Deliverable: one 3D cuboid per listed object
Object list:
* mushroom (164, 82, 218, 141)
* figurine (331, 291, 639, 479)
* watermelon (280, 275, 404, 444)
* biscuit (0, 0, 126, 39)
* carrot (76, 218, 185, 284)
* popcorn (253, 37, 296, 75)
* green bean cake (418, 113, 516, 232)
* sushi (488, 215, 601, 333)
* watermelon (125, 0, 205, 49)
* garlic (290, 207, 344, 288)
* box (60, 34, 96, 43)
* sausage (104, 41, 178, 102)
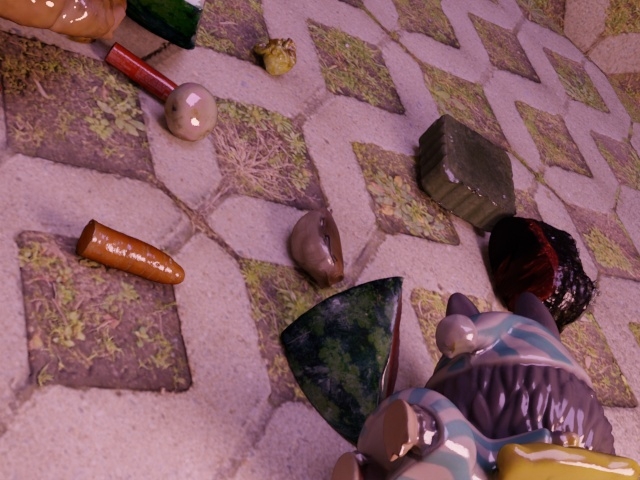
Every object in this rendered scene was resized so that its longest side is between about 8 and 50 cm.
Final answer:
[{"bbox_3d":[-0.186,-0.183,1.505,0.083,0.084,0.067,14,-1,-41],"label":"mushroom"},{"bbox_3d":[0.175,0.206,1.331,0.361,0.266,0.378,25,28,-26],"label":"figurine"},{"bbox_3d":[0.076,0.163,1.370,0.202,0.136,0.207,-3,70,-44],"label":"watermelon"},{"bbox_3d":[-0.445,-0.379,1.308,0.446,0.104,0.429,32,14,-6],"label":"biscuit"},{"bbox_3d":[-0.221,0.019,1.256,0.139,0.048,0.048,25,37,-34],"label":"carrot"},{"bbox_3d":[-0.078,-0.318,1.801,0.083,0.068,0.059,24,-14,8],"label":"popcorn"},{"bbox_3d":[0.267,-0.119,1.939,0.183,0.094,0.185,31,34,-23],"label":"green bean cake"},{"bbox_3d":[0.381,0.055,1.836,0.126,0.136,0.225,27,29,-32],"label":"sushi"},{"bbox_3d":[-0.265,-0.434,1.587,0.222,0.292,0.319,13,71,-16],"label":"watermelon"},{"bbox_3d":[-0.008,0.002,1.515,0.084,0.066,0.152,51,21,-51],"label":"garlic"},{"bbox_3d":[-0.354,-0.331,1.511,0.105,0.037,0.105,30,35,-24],"label":"box"},{"bbox_3d":[-0.250,-0.236,1.526,0.129,0.034,0.034,34,33,-18],"label":"sausage"}]
